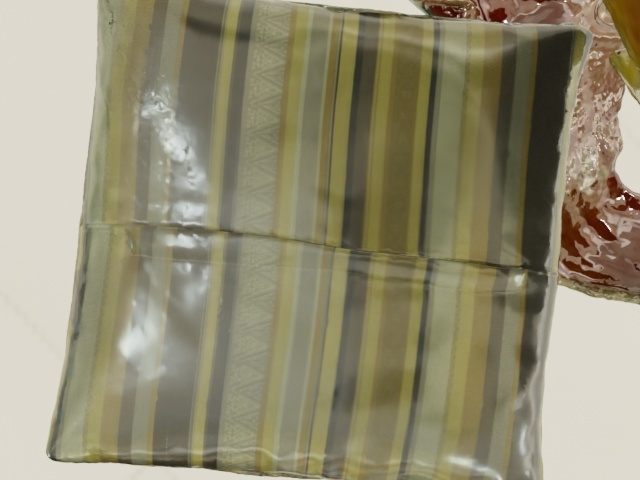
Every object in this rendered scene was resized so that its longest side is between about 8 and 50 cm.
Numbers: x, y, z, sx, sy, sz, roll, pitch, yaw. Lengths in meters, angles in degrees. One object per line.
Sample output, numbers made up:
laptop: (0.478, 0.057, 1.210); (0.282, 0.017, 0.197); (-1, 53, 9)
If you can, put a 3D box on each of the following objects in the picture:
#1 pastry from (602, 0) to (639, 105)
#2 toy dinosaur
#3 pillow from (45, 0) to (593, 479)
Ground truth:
pastry: (0.266, -0.118, 0.691); (0.356, 0.164, 0.356); (0, 82, -1)
toy dinosaur: (0.120, -0.108, 0.928); (0.207, 0.113, 0.327); (-13, 98, -28)
pillow: (0.000, 0.000, 0.789); (0.212, 0.052, 0.208); (6, 86, 0)
